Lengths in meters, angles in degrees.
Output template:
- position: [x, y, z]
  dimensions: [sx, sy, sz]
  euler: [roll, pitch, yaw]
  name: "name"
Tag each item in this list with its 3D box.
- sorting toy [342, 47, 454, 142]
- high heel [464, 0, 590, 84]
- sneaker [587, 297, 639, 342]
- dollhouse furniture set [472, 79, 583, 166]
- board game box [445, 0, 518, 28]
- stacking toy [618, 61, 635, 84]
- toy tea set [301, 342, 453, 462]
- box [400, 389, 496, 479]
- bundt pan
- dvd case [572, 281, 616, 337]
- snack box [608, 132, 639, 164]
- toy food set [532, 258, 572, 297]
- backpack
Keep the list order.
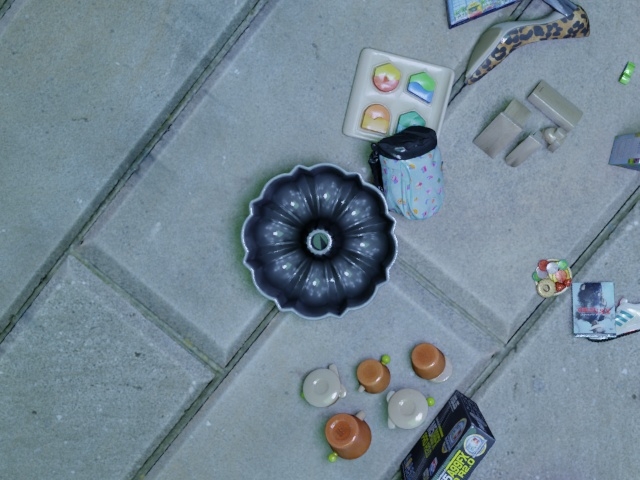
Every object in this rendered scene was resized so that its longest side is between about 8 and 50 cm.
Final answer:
- position: [0.167, -0.298, 1.759]
  dimensions: [0.208, 0.038, 0.193]
  euler: [14, 94, 3]
  name: "sorting toy"
- position: [0.438, -0.400, 1.726]
  dimensions: [0.186, 0.093, 0.261]
  euler: [28, 113, -23]
  name: "high heel"
- position: [0.641, 0.166, 1.757]
  dimensions: [0.161, 0.057, 0.075]
  euler: [-18, 73, 8]
  name: "sneaker"
- position: [0.443, -0.239, 1.752]
  dimensions: [0.144, 0.123, 0.151]
  euler: [39, 60, 0]
  name: "dollhouse furniture set"
- position: [0.329, -0.574, 1.722]
  dimensions: [0.194, 0.060, 0.194]
  euler: [-21, 93, 5]
  name: "board game box"
- position: [0.749, -0.385, 1.711]
  dimensions: [0.167, 0.052, 0.221]
  euler: [30, 95, 2]
  name: "stacking toy"
- position: [0.135, 0.347, 1.783]
  dimensions: [0.336, 0.124, 0.200]
  euler: [-19, 63, 8]
  name: "toy tea set"
- position: [0.254, 0.438, 1.683]
  dimensions: [0.060, 0.270, 0.216]
  euler: [35, 96, 0]
  name: "box"
- position: [0.000, 0.000, 1.745]
  dimensions: [0.330, 0.124, 0.331]
  euler: [0, 93, 3]
  name: "bundt pan"
- position: [0.581, 0.147, 1.742]
  dimensions: [0.087, 0.013, 0.120]
  euler: [-1, 72, 17]
  name: "dvd case"
- position: [0.698, -0.166, 1.649]
  dimensions: [0.174, 0.207, 0.070]
  euler: [13, 94, 2]
  name: "snack box"
- position: [0.501, 0.079, 1.770]
  dimensions: [0.083, 0.020, 0.083]
  euler: [-15, 92, 5]
  name: "toy food set"
- position: [0.186, -0.131, 1.702]
  dimensions: [0.152, 0.115, 0.182]
  euler: [-22, 122, -28]
  name: "backpack"
